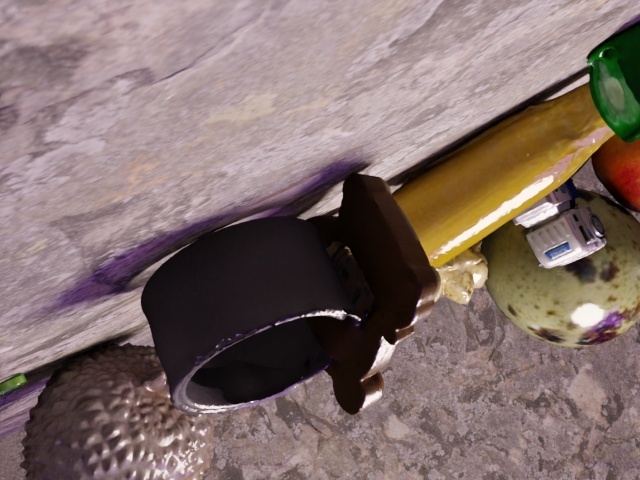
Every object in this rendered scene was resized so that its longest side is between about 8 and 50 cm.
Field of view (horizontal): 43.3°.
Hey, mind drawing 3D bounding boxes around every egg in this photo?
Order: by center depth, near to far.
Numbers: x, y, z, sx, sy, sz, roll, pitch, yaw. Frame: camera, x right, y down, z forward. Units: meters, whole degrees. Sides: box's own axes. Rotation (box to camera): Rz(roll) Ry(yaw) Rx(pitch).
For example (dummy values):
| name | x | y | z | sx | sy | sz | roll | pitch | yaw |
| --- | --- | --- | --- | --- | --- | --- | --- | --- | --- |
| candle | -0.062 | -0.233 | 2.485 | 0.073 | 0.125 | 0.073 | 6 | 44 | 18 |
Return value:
| name | x | y | z | sx | sy | sz | roll | pitch | yaw |
| --- | --- | --- | --- | --- | --- | --- | --- | --- | --- |
| egg | 0.536 | 0.052 | 1.792 | 0.345 | 0.345 | 0.428 | -25 | -159 | -9 |

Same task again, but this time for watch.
| name | x | y | z | sx | sy | sz | roll | pitch | yaw |
| --- | --- | --- | --- | --- | --- | --- | --- | --- | --- |
| watch | -0.064 | 0.085 | 1.094 | 0.326 | 0.314 | 0.335 | -9 | 151 | -33 |

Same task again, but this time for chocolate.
| name | x | y | z | sx | sy | sz | roll | pitch | yaw |
| --- | --- | --- | --- | --- | --- | --- | --- | --- | --- |
| chocolate | 0.308 | -0.122 | 1.296 | 0.445 | 0.162 | 0.162 | -36 | 170 | 31 |

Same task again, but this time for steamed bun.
| name | x | y | z | sx | sy | sz | roll | pitch | yaw |
| --- | --- | --- | --- | --- | --- | --- | --- | --- | --- |
| steamed bun | 0.230 | 0.008 | 1.761 | 0.295 | 0.292 | 0.137 | -43 | 148 | -51 |

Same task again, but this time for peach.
| name | x | y | z | sx | sy | sz | roll | pitch | yaw |
| --- | --- | --- | --- | --- | --- | --- | --- | --- | --- |
| peach | 0.730 | -0.201 | 1.732 | 0.307 | 0.308 | 0.332 | -25 | 179 | -7 |

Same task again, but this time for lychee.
| name | x | y | z | sx | sy | sz | roll | pitch | yaw |
| --- | --- | --- | --- | --- | --- | --- | --- | --- | --- |
| lychee | -0.417 | 0.399 | 1.660 | 0.432 | 0.380 | 0.380 | -46 | 166 | 26 |

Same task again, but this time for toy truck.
| name | x | y | z | sx | sy | sz | roll | pitch | yaw |
| --- | --- | --- | --- | --- | --- | --- | --- | --- | --- |
| toy truck | 0.419 | -0.079 | 1.530 | 0.124 | 0.268 | 0.155 | -31 | 171 | 35 |

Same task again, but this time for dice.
| name | x | y | z | sx | sy | sz | roll | pitch | yaw |
| --- | --- | --- | --- | --- | --- | --- | --- | --- | --- |
| dice | 0.433 | -0.214 | 1.062 | 0.120 | 0.128 | 0.131 | -27 | 174 | 0 |

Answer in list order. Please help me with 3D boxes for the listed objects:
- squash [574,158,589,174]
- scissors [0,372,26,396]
| name | x | y | z | sx | sy | sz | roll | pitch | yaw |
| --- | --- | --- | --- | --- | --- | --- | --- | --- | --- |
| squash | 0.580 | -0.188 | 1.974 | 0.252 | 0.049 | 0.252 | -48 | -177 | 3 |
| scissors | -0.628 | 0.293 | 1.439 | 0.204 | 0.027 | 0.101 | -24 | 173 | -35 |
